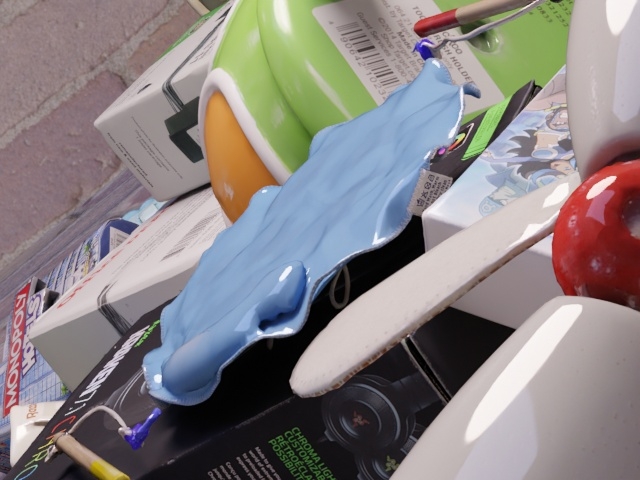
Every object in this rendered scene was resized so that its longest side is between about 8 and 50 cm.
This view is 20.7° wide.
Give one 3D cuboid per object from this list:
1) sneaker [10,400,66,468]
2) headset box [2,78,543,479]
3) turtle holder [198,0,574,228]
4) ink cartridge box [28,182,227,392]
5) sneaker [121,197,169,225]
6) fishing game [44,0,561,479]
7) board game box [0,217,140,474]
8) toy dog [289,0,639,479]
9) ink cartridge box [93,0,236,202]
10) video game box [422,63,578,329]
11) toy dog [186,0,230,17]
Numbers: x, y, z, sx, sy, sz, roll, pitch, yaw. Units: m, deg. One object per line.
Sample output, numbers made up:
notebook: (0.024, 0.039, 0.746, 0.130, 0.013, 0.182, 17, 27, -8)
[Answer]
sneaker: (-0.101, 0.118, 0.990, 0.290, 0.123, 0.106, -37, 9, -5)
headset box: (0.011, 0.081, 0.768, 0.283, 0.131, 0.246, -30, 14, 31)
turtle holder: (0.062, -0.091, 1.047, 0.227, 0.243, 0.320, -50, 8, 45)
ink cartridge box: (-0.054, 0.023, 1.251, 0.273, 0.114, 0.197, -22, 18, 49)
sneaker: (-0.077, -0.016, 1.471, 0.208, 0.127, 0.319, -39, 2, -20)
fishing game: (0.000, 0.000, 0.695, 0.264, 0.041, 0.189, -50, 14, -16)
board game box: (-0.225, 0.101, 1.436, 0.194, 0.060, 0.194, -38, 40, 35)
toy dog: (0.071, 0.081, 0.471, 0.333, 0.220, 0.161, -46, -24, -22)
ink cartridge box: (-0.053, -0.124, 1.302, 0.153, 0.087, 0.208, -49, 17, -32)
video game box: (0.170, -0.017, 0.612, 0.205, 0.048, 0.187, 19, 44, 30)
toy dog: (0.043, -0.273, 1.576, 0.284, 0.395, 0.408, -69, -18, -3)
